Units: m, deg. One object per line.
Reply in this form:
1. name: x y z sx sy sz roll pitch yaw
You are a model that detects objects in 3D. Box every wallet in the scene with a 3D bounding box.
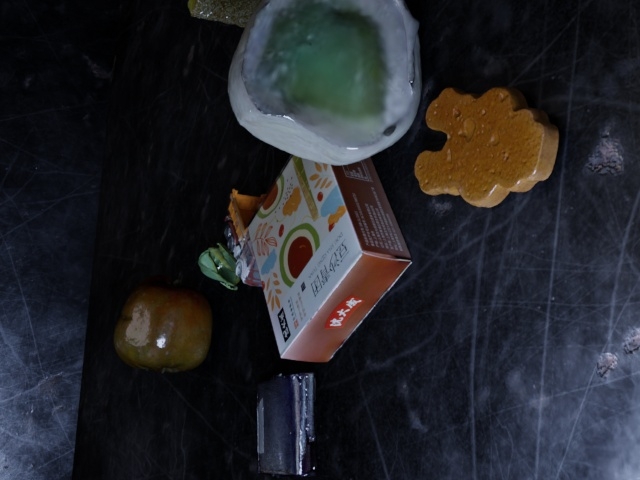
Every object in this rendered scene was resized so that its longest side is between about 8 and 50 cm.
1. wallet: -0.078 0.410 1.811 0.262 0.072 0.220 -26 64 59

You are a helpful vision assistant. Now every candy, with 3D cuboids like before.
1. candy: 0.017 -0.357 1.634 0.186 0.386 0.426 68 -149 -73

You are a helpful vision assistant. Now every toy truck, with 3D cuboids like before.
1. toy truck: -0.161 -0.007 2.026 0.270 0.114 0.135 -114 39 -48

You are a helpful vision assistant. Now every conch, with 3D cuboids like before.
1. conch: -0.266 0.065 2.230 0.170 0.079 0.105 29 114 43

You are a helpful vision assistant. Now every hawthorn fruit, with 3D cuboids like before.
1. hawthorn fruit: -0.428 0.220 2.274 0.268 0.268 0.300 -4 69 60

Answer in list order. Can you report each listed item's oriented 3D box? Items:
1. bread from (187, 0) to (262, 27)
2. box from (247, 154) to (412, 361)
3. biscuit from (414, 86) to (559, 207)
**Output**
1. bread: -0.223 -0.680 2.206 0.184 0.234 0.110 -54 42 40
2. box: 0.000 0.000 1.724 0.344 0.122 0.385 -55 38 37
3. biscuit: 0.274 -0.158 1.372 0.334 0.047 0.201 18 99 62
